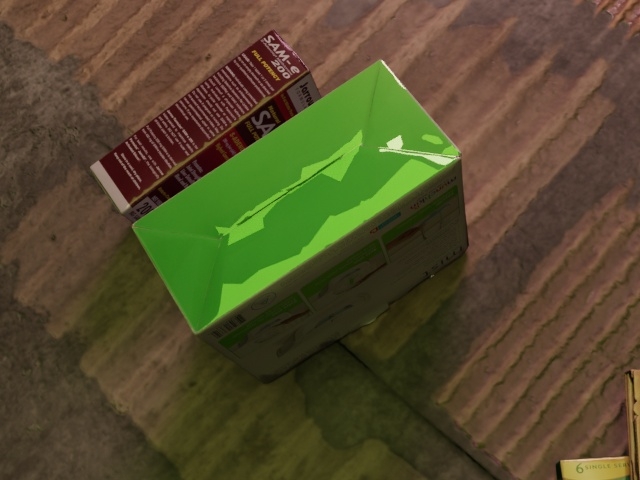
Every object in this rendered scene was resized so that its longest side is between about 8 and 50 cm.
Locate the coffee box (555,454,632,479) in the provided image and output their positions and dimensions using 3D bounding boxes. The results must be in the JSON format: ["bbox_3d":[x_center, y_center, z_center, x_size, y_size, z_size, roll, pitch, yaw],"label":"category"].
[{"bbox_3d":[0.275,0.282,0.738,0.113,0.040,0.184,-5,70,10],"label":"coffee box"}]

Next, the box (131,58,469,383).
[{"bbox_3d":[0.000,0.000,0.793,0.262,0.231,0.127,-34,68,-1],"label":"box"}]

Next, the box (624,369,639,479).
[{"bbox_3d":[0.368,0.201,0.729,0.201,0.021,0.164,5,70,-3],"label":"box"}]

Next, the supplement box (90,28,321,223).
[{"bbox_3d":[-0.110,-0.102,0.907,0.239,0.130,0.073,-38,68,-2],"label":"supplement box"}]
